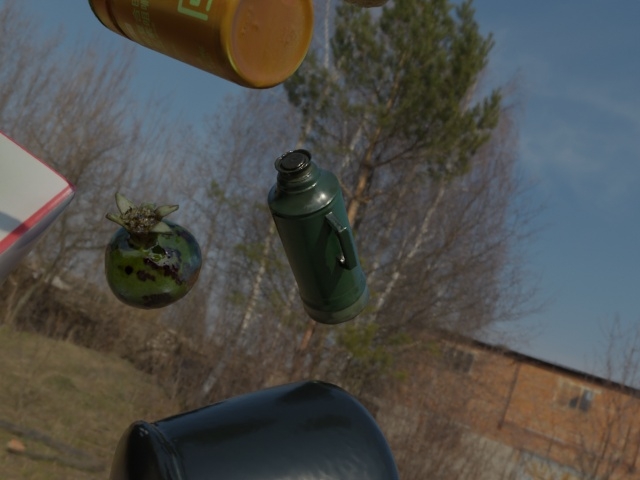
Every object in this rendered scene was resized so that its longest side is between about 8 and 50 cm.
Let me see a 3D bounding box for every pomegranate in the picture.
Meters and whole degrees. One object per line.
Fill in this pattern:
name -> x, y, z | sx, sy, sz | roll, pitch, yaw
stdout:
pomegranate -> -0.244, 0.015, 0.990 | 0.148, 0.169, 0.148 | 9, 30, -5

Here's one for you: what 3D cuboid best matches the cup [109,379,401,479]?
cup -> -0.035, 0.197, 0.435 | 0.176, 0.169, 0.223 | 3, 32, -31

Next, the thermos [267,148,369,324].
thermos -> -0.004, -0.001, 0.662 | 0.073, 0.083, 0.188 | -12, -48, 7

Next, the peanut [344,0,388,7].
peanut -> 0.057, -0.388, 0.963 | 0.083, 0.093, 0.194 | 13, 35, -26

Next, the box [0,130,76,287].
box -> -0.473, 0.012, 0.602 | 0.314, 0.300, 0.312 | 38, 22, -12

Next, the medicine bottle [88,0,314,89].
medicine bottle -> -0.102, -0.194, 0.562 | 0.192, 0.096, 0.096 | 29, -6, 35
